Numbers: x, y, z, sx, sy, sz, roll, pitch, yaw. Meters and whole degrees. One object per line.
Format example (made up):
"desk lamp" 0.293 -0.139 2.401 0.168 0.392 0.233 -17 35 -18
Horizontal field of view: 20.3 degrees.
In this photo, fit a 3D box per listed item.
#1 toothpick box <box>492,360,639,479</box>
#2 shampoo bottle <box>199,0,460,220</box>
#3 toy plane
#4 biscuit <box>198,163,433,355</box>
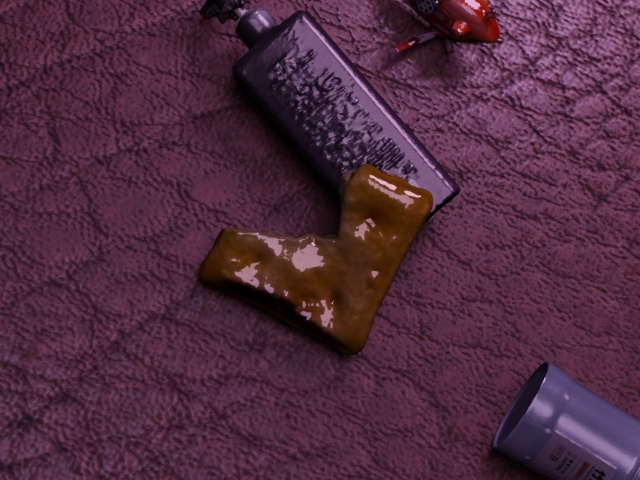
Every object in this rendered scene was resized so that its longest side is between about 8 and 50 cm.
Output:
"toothpick box" 0.253 0.196 1.693 0.153 0.101 0.101 32 68 0
"shampoo bottle" 0.001 -0.134 1.748 0.098 0.071 0.309 -40 86 2
"toy plane" 0.102 -0.264 1.824 0.126 0.077 0.194 -28 71 -29
"biscuit" 0.000 0.000 1.692 0.174 0.039 0.183 30 97 0
